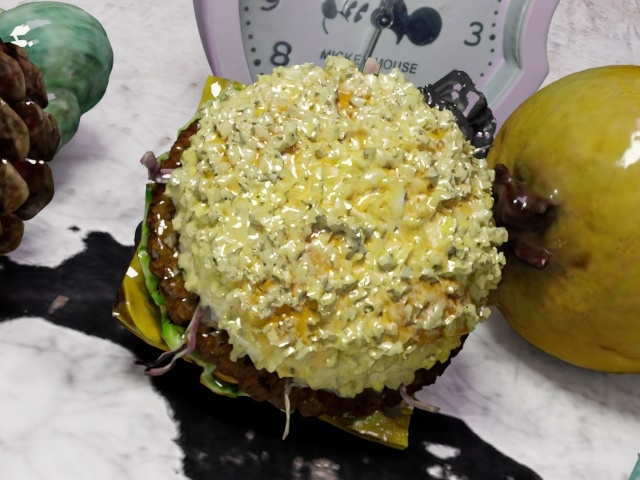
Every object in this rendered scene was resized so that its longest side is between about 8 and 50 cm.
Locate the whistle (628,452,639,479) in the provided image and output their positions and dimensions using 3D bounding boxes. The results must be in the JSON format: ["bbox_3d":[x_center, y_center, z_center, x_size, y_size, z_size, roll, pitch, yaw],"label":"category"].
[{"bbox_3d":[0.189,0.176,0.750,0.039,0.039,0.186,27,29,15],"label":"whistle"}]

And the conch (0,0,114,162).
[{"bbox_3d":[-0.246,-0.132,0.935,0.188,0.121,0.176,21,4,36],"label":"conch"}]

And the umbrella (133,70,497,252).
[{"bbox_3d":[-0.008,-0.050,0.951,0.337,0.128,0.154,-19,15,-30],"label":"umbrella"}]

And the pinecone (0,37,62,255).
[{"bbox_3d":[-0.250,-0.062,0.775,0.184,0.179,0.204,39,19,4],"label":"pinecone"}]

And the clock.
[{"bbox_3d":[0.050,-0.215,1.073,0.339,0.338,0.102,7,25,-21],"label":"clock"}]

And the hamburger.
[{"bbox_3d":[0.000,0.000,0.772,0.243,0.139,0.261,22,64,-12],"label":"hamburger"}]

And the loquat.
[{"bbox_3d":[0.214,-0.012,0.902,0.244,0.243,0.244,15,28,-8],"label":"loquat"}]
